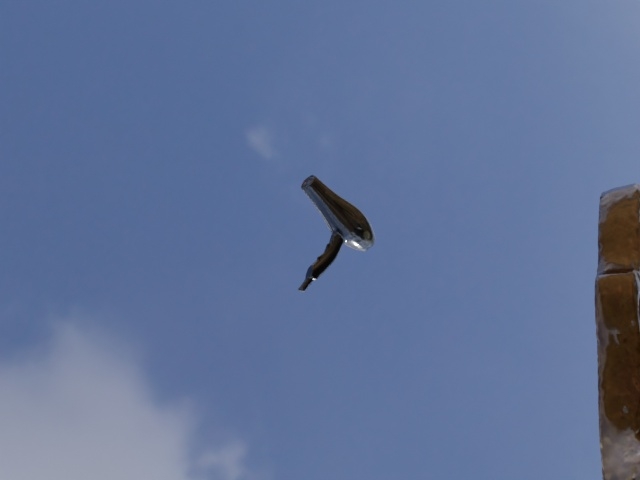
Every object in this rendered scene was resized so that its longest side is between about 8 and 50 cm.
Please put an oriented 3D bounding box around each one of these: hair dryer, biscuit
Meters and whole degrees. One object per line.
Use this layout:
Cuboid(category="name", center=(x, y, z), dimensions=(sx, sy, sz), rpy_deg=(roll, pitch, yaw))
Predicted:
Cuboid(category="hair dryer", center=(0.000, 0.000, 1.467), dimensions=(0.079, 0.031, 0.083), rpy_deg=(43, -111, -26))
Cuboid(category="biscuit", center=(0.232, 0.103, 1.363), dimensions=(0.049, 0.273, 0.257), rpy_deg=(-3, -156, 13))
